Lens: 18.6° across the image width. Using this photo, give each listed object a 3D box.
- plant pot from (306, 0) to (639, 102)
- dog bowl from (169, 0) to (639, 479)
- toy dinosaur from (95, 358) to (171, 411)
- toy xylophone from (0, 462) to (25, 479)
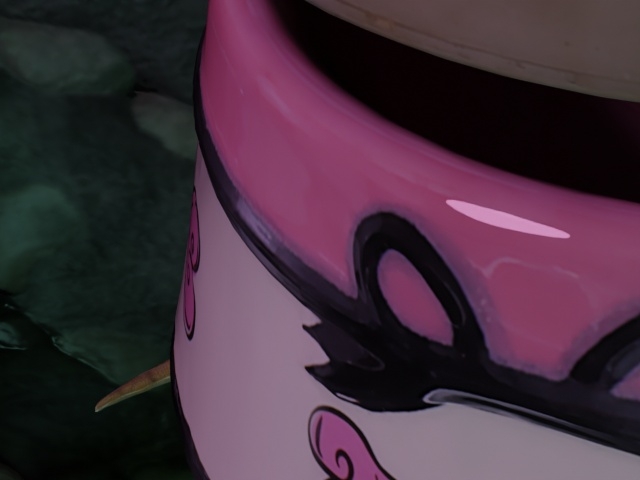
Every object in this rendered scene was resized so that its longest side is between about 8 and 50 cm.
[{"bbox_3d":[0.101,-0.231,0.424,0.323,0.323,0.280,-5,132,-4],"label":"plant pot"},{"bbox_3d":[0.145,-0.044,0.560,0.408,0.408,0.150,-9,127,1],"label":"dog bowl"},{"bbox_3d":[0.000,0.000,0.819,0.112,0.064,0.211,25,118,-5],"label":"toy dinosaur"},{"bbox_3d":[-0.243,0.154,0.834,0.236,0.081,0.322,-24,164,21],"label":"toy xylophone"}]
